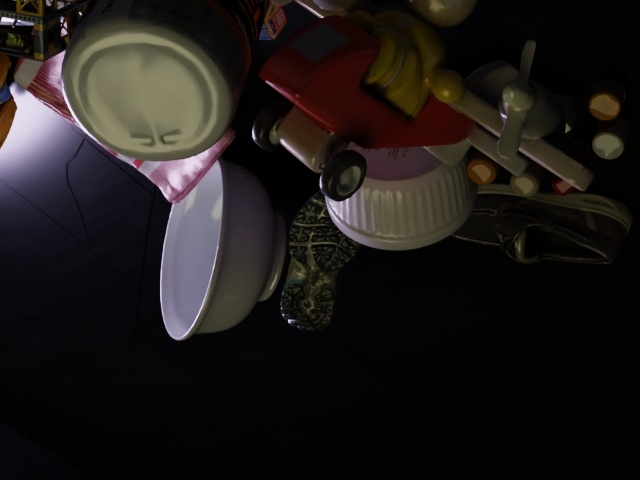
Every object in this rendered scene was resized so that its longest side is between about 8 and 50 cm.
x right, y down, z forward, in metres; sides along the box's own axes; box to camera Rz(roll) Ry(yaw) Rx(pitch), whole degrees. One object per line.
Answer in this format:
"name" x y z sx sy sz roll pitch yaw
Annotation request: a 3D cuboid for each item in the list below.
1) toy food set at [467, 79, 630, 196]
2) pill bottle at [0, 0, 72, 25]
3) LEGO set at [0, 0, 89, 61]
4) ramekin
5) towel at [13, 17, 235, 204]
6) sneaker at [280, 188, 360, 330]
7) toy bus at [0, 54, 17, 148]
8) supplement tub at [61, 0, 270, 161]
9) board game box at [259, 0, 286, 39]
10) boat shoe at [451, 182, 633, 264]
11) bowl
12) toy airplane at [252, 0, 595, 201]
"toy food set" 0.309 -0.135 1.937 0.111 0.104 0.232 46 128 -13
"pill bottle" -0.412 -0.350 2.027 0.222 0.124 0.124 5 146 27
"LEGO set" -0.391 -0.349 1.814 0.331 0.255 0.192 17 119 24
"ramekin" 0.104 -0.097 2.008 0.207 0.207 0.109 12 141 19
"towel" -0.296 -0.201 2.230 0.329 0.037 0.237 37 148 -6
"sneaker" 0.000 0.000 2.339 0.110 0.122 0.283 16 128 -5
"toy bus" -0.543 -0.248 2.296 0.220 0.149 0.211 32 134 -19
"supplement tub" -0.163 -0.251 1.710 0.194 0.316 0.193 5 132 6
"board game box" -0.142 -0.340 1.897 0.147 0.045 0.193 5 136 30
"boat shoe" 0.291 -0.015 2.116 0.285 0.092 0.103 4 146 30
"bowl" -0.139 0.014 2.322 0.134 0.297 0.298 10 156 -22
"toy airplane" 0.124 -0.202 1.764 0.386 0.384 0.272 19 112 -8
